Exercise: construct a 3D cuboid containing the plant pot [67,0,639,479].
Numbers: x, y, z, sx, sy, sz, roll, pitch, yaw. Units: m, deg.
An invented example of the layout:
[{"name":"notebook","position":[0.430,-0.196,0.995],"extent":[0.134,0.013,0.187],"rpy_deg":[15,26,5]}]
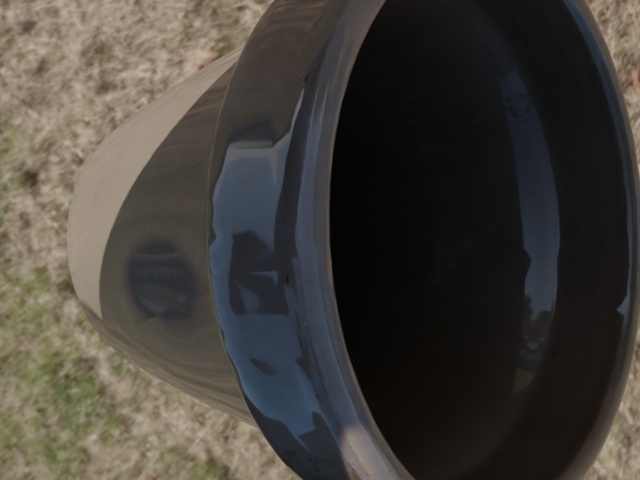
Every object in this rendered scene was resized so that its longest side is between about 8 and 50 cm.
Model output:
[{"name":"plant pot","position":[0.000,0.000,0.477],"extent":[0.229,0.263,0.263],"rpy_deg":[-4,116,42]}]
